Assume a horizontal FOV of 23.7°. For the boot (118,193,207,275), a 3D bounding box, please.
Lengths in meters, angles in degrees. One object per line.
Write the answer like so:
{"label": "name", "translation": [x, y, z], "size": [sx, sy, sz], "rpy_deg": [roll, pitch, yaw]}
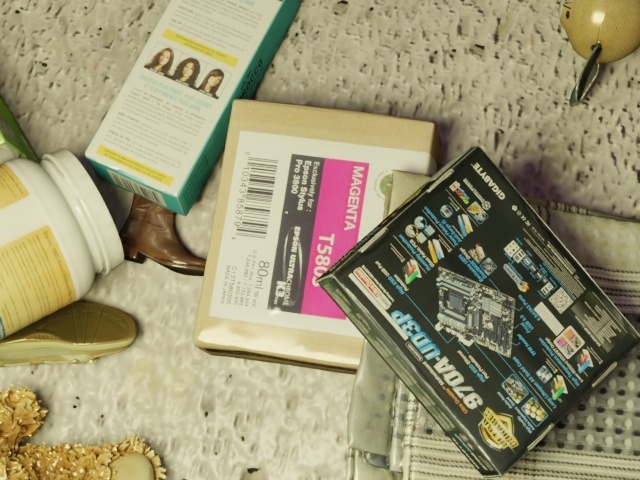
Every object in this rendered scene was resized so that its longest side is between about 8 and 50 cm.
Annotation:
{"label": "boot", "translation": [-0.135, -0.029, 1.441], "size": [0.106, 0.037, 0.114], "rpy_deg": [14, 78, 11]}

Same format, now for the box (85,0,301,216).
{"label": "box", "translation": [-0.117, -0.154, 1.430], "size": [0.101, 0.060, 0.244], "rpy_deg": [25, 76, 11]}

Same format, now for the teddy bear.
{"label": "teddy bear", "translation": [-0.304, 0.251, 1.385], "size": [0.338, 0.113, 0.245], "rpy_deg": [-11, 90, 0]}

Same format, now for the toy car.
{"label": "toy car", "translation": [0.242, -0.216, 1.377], "size": [0.149, 0.155, 0.188], "rpy_deg": [11, 94, 9]}

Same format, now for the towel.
{"label": "towel", "translation": [0.188, 0.112, 1.317], "size": [0.324, 0.056, 0.312], "rpy_deg": [10, 81, -10]}

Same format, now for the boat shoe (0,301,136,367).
{"label": "boat shoe", "translation": [-0.247, 0.095, 1.430], "size": [0.153, 0.048, 0.056], "rpy_deg": [-5, 44, 1]}

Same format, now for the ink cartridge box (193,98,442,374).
{"label": "ink cartridge box", "translation": [0.000, 0.000, 1.391], "size": [0.193, 0.088, 0.234], "rpy_deg": [6, 80, 9]}

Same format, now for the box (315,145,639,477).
{"label": "box", "translation": [0.134, 0.059, 1.267], "size": [0.175, 0.051, 0.220], "rpy_deg": [-42, 92, -17]}

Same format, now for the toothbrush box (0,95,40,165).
{"label": "toothbrush box", "translation": [-0.432, -0.140, 1.453], "size": [0.206, 0.122, 0.283], "rpy_deg": [-33, 78, 1]}

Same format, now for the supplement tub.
{"label": "supplement tub", "translation": [-0.294, 0.013, 1.378], "size": [0.200, 0.144, 0.144], "rpy_deg": [-28, 77, -18]}
